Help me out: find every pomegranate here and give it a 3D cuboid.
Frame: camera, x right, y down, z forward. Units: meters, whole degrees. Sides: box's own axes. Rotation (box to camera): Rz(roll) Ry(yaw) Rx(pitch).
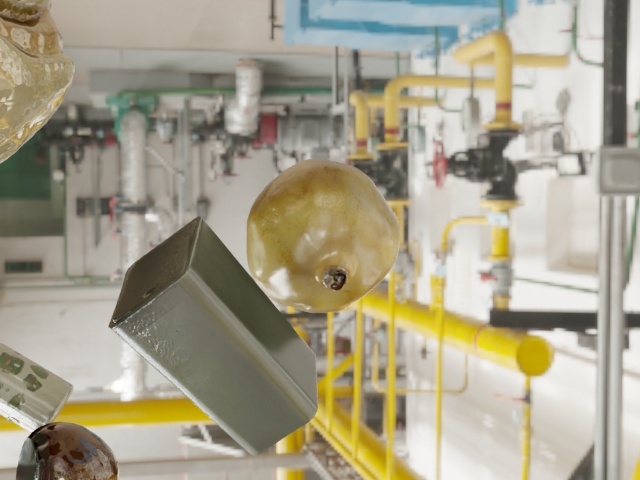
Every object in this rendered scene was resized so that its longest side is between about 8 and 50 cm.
[{"bbox_3d":[-0.002,-0.005,1.334,0.233,0.233,0.233,0,-178,0],"label":"pomegranate"}]

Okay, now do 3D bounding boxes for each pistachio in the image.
[{"bbox_3d":[-0.493,-0.193,1.084,0.365,0.281,0.445,-28,173,42],"label":"pistachio"}]

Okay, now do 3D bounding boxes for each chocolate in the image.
[{"bbox_3d":[-0.425,0.392,1.603,0.176,0.177,0.177,0,-178,0],"label":"chocolate"}]

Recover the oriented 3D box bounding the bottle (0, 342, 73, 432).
[{"bbox_3d":[-0.611,0.265,1.817,0.253,0.120,0.120,34,178,-6],"label":"bottle"}]

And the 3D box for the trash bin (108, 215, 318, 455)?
[{"bbox_3d":[-0.117,0.117,1.121,0.122,0.240,0.164,-36,-161,14],"label":"trash bin"}]
